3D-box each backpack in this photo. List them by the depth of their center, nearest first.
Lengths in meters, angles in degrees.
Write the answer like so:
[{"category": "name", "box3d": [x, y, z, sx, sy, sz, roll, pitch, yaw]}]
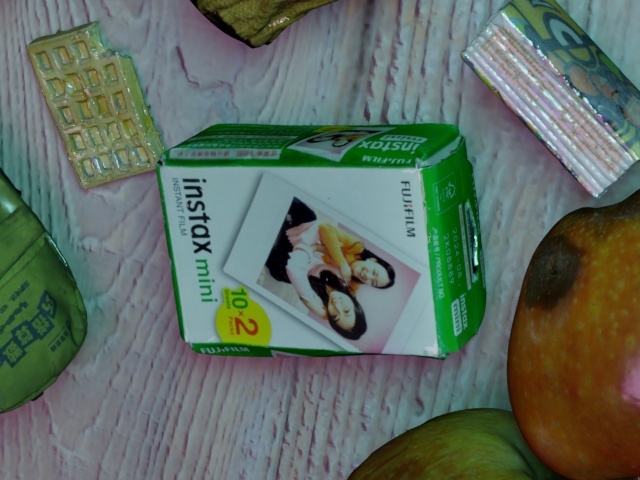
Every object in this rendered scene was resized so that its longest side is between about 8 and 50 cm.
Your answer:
[{"category": "backpack", "box3d": [-0.318, 0.032, 1.642, 0.253, 0.207, 0.140, 50, 143, -11]}]

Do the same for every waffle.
[{"category": "waffle", "box3d": [-0.186, -0.114, 1.629, 0.092, 0.021, 0.135, -12, 105, 28]}]

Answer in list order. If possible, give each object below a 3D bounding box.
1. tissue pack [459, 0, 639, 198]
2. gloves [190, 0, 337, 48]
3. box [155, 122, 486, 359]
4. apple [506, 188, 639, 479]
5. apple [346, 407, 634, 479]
[{"category": "tissue pack", "box3d": [0.177, -0.110, 1.422, 0.148, 0.108, 0.060, 47, 118, 0]}, {"category": "gloves", "box3d": [0.034, -0.280, 1.382, 0.155, 0.203, 0.356, 30, 132, -10]}, {"category": "box", "box3d": [0.000, 0.000, 1.545, 0.250, 0.103, 0.180, 0, 109, 23]}, {"category": "apple", "box3d": [0.241, 0.068, 1.401, 0.230, 0.230, 0.230, 8, 113, 20]}, {"category": "apple", "box3d": [0.146, 0.258, 1.488, 0.309, 0.277, 0.250, 2, 96, 12]}]
